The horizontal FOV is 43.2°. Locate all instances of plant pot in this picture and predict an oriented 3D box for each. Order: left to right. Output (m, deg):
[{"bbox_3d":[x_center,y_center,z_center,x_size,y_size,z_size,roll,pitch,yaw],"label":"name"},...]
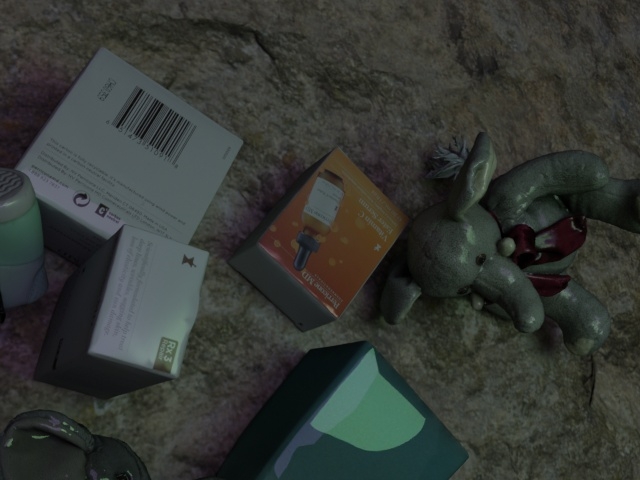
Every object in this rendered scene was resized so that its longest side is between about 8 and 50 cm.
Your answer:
[{"bbox_3d":[-0.004,0.250,0.844,0.165,0.165,0.234,49,65,-7],"label":"plant pot"}]

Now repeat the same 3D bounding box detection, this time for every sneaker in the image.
[{"bbox_3d":[-0.379,0.006,0.750,0.255,0.151,0.094,6,38,7],"label":"sneaker"}]

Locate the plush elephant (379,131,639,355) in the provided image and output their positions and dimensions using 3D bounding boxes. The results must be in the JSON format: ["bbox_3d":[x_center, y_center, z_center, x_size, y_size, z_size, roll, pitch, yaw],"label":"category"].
[{"bbox_3d":[0.218,0.010,0.984,0.330,0.272,0.255,36,42,18],"label":"plush elephant"}]

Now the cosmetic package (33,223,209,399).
[{"bbox_3d":[-0.191,0.075,0.750,0.085,0.231,0.117,20,66,-22],"label":"cosmetic package"}]

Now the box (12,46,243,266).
[{"bbox_3d":[-0.210,-0.067,0.849,0.181,0.119,0.182,33,63,-16],"label":"box"}]

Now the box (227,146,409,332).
[{"bbox_3d":[0.000,0.000,0.960,0.130,0.091,0.170,44,59,-11],"label":"box"}]

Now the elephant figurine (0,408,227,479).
[{"bbox_3d":[-0.237,0.231,0.728,0.239,0.169,0.186,-40,117,-29],"label":"elephant figurine"}]
